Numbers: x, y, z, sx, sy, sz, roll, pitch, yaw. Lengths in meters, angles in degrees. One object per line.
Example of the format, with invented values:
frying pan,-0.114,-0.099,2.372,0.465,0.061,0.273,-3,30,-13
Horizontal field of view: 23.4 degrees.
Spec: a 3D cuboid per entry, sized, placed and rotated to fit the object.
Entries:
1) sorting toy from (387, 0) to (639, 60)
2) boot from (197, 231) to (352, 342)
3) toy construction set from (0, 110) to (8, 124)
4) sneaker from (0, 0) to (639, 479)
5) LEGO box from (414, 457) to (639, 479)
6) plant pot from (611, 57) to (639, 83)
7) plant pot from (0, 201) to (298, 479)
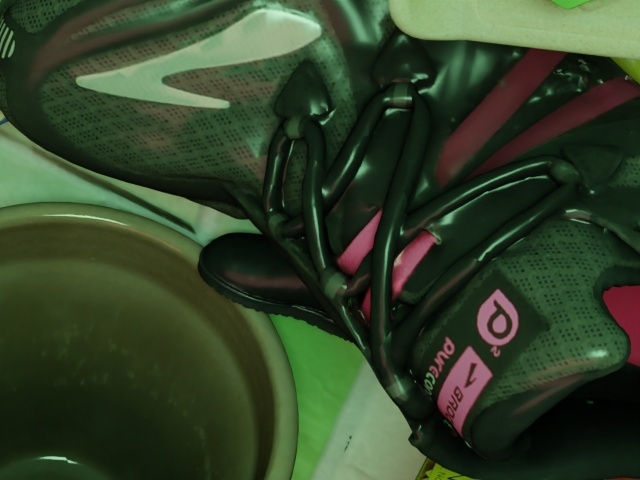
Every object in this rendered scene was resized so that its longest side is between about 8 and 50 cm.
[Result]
sorting toy,0.111,-0.131,0.430,0.208,0.038,0.193,7,125,21
boot,0.000,0.000,0.843,0.121,0.045,0.099,22,132,2
toy construction set,-0.260,-0.069,0.789,0.151,0.215,0.328,64,164,-4
sneaker,0.069,-0.014,0.679,0.483,0.202,0.185,21,128,4
LEGO box,0.172,0.290,0.661,0.372,0.500,0.193,12,128,18
plant pot,0.131,-0.202,0.533,0.228,0.207,0.227,43,130,-8
plant pot,-0.160,0.142,0.916,0.263,0.263,0.229,30,149,5
